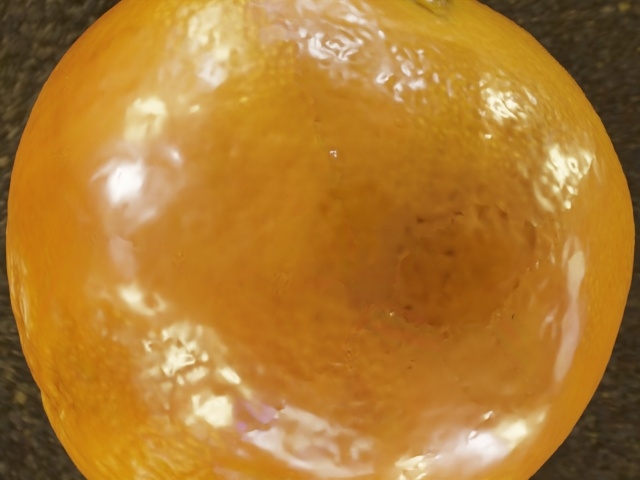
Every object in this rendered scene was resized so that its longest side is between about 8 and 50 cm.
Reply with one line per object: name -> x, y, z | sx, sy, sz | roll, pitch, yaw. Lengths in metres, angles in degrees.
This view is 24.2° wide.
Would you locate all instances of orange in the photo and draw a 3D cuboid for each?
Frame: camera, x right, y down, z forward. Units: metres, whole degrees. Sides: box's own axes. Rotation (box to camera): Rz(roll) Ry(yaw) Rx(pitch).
orange -> 0.000, 0.000, 0.621 | 0.261, 0.261, 0.261 | 1, 88, -18
